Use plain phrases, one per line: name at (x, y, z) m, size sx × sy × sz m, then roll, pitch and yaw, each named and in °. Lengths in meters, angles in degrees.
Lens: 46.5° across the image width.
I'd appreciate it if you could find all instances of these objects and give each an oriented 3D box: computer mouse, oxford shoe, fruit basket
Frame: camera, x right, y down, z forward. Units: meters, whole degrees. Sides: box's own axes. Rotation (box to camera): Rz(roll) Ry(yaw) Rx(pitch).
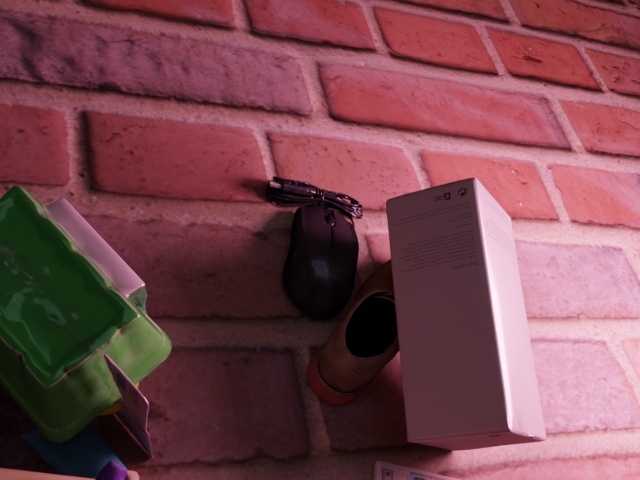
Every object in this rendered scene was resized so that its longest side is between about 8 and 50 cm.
computer mouse at (0.000, 0.000, 1.249) m, size 0.189 × 0.072 × 0.272 m, roll 14°, pitch 50°, yaw -18°
oxford shoe at (0.113, 0.112, 1.180) m, size 0.123 × 0.130 × 0.348 m, roll 36°, pitch 47°, yaw 3°
fruit basket at (-0.289, 0.096, 0.842) m, size 0.165 × 0.353 × 0.327 m, roll -42°, pitch 79°, yaw -18°

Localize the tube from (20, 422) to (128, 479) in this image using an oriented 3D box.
tube at (-0.273, 0.263, 0.875) m, size 0.080 × 0.052 × 0.207 m, roll -15°, pitch 29°, yaw -39°

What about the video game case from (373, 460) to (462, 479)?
video game case at (0.140, 0.401, 1.048) m, size 0.143 × 0.019 × 0.157 m, roll 17°, pitch 48°, yaw -15°

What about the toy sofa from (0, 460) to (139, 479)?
toy sofa at (-0.251, 0.373, 0.645) m, size 0.150 × 0.177 × 0.362 m, roll 21°, pitch 33°, yaw -37°

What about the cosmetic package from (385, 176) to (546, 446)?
cosmetic package at (0.216, 0.117, 1.112) m, size 0.197 × 0.155 × 0.365 m, roll 34°, pitch 49°, yaw -55°
